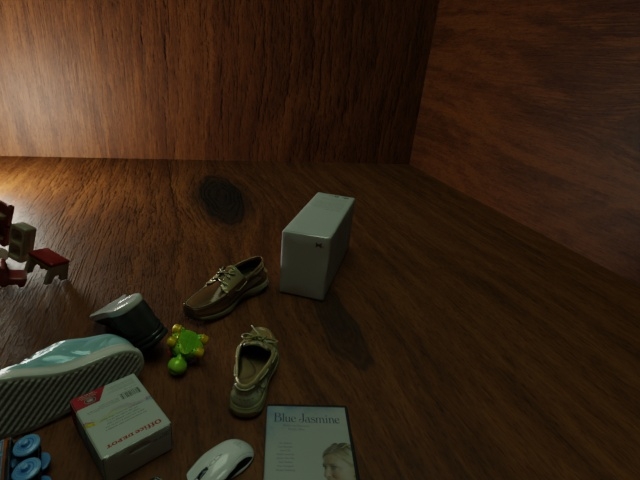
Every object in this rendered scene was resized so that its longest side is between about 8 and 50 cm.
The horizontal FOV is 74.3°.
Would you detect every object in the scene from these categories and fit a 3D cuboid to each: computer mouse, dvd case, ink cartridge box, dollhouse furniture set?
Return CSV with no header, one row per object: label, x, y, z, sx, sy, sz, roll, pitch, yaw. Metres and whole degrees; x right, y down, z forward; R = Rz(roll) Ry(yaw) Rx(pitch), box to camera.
computer mouse,-0.204,0.417,0.768,0.106,0.042,0.193,22,28,33
dvd case,-0.020,0.423,0.825,0.180,0.022,0.253,3,24,-6
ink cartridge box,-0.387,0.358,0.820,0.127,0.072,0.175,-16,32,-42
dollhouse furniture set,-0.974,0.001,1.270,0.374,0.152,0.201,24,18,13

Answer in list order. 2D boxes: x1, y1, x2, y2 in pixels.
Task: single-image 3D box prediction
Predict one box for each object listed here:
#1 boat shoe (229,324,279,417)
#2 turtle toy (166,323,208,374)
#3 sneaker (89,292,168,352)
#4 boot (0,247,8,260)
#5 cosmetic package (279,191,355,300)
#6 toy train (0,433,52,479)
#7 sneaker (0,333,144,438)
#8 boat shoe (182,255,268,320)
boat shoe,-0.153,0.288,1.015,0.104,0.089,0.285,4,23,-4
turtle toy,-0.336,0.271,1.037,0.095,0.066,0.130,26,23,-13
sneaker,-0.494,0.222,1.089,0.295,0.147,0.104,-13,21,50
boot,-1.105,0.064,1.332,0.086,0.069,0.190,8,14,17
cosmetic package,0.000,0.000,1.536,0.161,0.230,0.453,10,23,10
toy train,-0.506,0.404,0.688,0.105,0.080,0.184,-17,34,-25
sneaker,-0.578,0.289,0.884,0.365,0.135,0.150,-5,17,-44
boat shoe,-0.285,0.132,1.298,0.122,0.120,0.324,18,26,26
